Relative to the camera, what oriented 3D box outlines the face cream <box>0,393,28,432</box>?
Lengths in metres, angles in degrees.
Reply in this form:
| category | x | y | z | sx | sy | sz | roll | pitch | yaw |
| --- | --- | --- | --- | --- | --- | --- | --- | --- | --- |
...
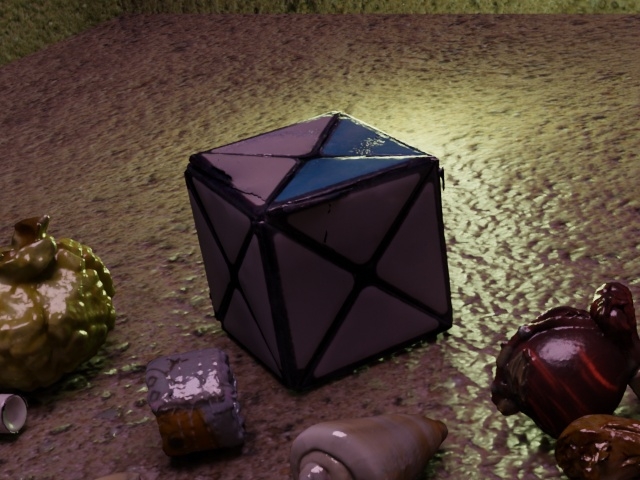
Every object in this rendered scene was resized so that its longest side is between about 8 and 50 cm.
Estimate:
| category | x | y | z | sx | sy | sz | roll | pitch | yaw |
| --- | --- | --- | --- | --- | --- | --- | --- | --- | --- |
| face cream | -0.542 | 0.256 | 1.864 | 0.244 | 0.058 | 0.092 | -4 | 28 | 29 |

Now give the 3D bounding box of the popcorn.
| category | x | y | z | sx | sy | sz | roll | pitch | yaw |
| --- | --- | --- | --- | --- | --- | --- | --- | --- | --- |
| popcorn | -0.441 | 0.103 | 1.951 | 0.224 | 0.270 | 0.258 | 2 | -19 | 17 |

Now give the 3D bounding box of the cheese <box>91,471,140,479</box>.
| category | x | y | z | sx | sy | sz | roll | pitch | yaw |
| --- | --- | --- | --- | --- | --- | --- | --- | --- | --- |
| cheese | -0.303 | 0.366 | 1.493 | 0.249 | 0.071 | 0.163 | -21 | 26 | -23 |

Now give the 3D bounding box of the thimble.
| category | x | y | z | sx | sy | sz | roll | pitch | yaw |
| --- | --- | --- | --- | --- | --- | --- | --- | --- | --- |
| thimble | -0.168 | 0.217 | 1.707 | 0.118 | 0.127 | 0.151 | -12 | 28 | -2 |

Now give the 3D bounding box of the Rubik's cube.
| category | x | y | z | sx | sy | sz | roll | pitch | yaw |
| --- | --- | --- | --- | --- | --- | --- | --- | --- | --- |
| Rubik's cube | 0.000 | 0.000 | 1.907 | 0.305 | 0.310 | 0.307 | -20 | 28 | -21 |

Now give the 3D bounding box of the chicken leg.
| category | x | y | z | sx | sy | sz | roll | pitch | yaw |
| --- | --- | --- | --- | --- | --- | --- | --- | --- | --- |
| chicken leg | 0.373 | 0.255 | 1.463 | 0.207 | 0.085 | 0.101 | 0 | 24 | 27 |

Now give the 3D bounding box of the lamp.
| category | x | y | z | sx | sy | sz | roll | pitch | yaw |
| --- | --- | --- | --- | --- | --- | --- | --- | --- | --- |
| lamp | 0.335 | 0.175 | 1.584 | 0.223 | 0.215 | 0.151 | -29 | 24 | 22 |

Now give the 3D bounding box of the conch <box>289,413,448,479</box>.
| category | x | y | z | sx | sy | sz | roll | pitch | yaw |
| --- | --- | --- | --- | --- | --- | --- | --- | --- | --- |
| conch | 0.063 | 0.279 | 1.527 | 0.255 | 0.127 | 0.158 | -1 | -17 | -39 |
